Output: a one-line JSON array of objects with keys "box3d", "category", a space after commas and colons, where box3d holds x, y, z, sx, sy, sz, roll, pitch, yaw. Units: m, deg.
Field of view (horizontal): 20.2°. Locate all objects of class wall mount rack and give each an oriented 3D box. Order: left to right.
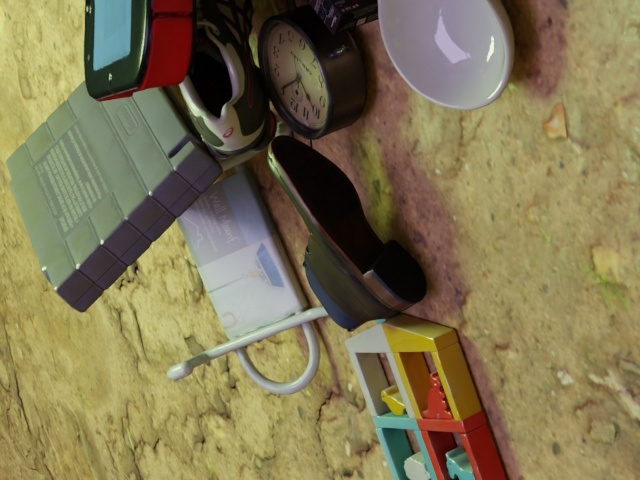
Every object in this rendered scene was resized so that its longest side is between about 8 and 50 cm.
[{"box3d": [-0.083, 0.010, 2.014, 0.304, 0.130, 0.350, -23, 91, 32], "category": "wall mount rack"}]

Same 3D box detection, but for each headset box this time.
[{"box3d": [0.018, -0.241, 1.696, 0.083, 0.062, 0.032, 56, 150, 21], "category": "headset box"}]

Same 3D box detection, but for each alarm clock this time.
[{"box3d": [-0.008, -0.157, 1.806, 0.129, 0.064, 0.192, 50, 146, 30], "category": "alarm clock"}]

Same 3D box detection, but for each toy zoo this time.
[{"box3d": [0.113, 0.193, 1.890, 0.192, 0.030, 0.293, -6, 105, 62], "category": "toy zoo"}]

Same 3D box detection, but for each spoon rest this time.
[{"box3d": [0.096, -0.239, 1.521, 0.137, 0.084, 0.276, 10, 119, 40], "category": "spoon rest"}]

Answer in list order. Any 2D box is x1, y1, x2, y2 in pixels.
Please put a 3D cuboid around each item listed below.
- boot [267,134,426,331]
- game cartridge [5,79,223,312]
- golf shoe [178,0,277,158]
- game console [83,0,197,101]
[{"box3d": [0.000, 0.000, 1.823, 0.219, 0.082, 0.106, 50, 133, -3], "category": "boot"}, {"box3d": [-0.242, -0.079, 2.033, 0.068, 0.230, 0.355, 37, -170, -30], "category": "game cartridge"}, {"box3d": [-0.118, -0.221, 1.856, 0.120, 0.105, 0.273, 38, -151, -76], "category": "golf shoe"}, {"box3d": [-0.192, -0.316, 1.798, 0.386, 0.060, 0.342, -173, 80, -73], "category": "game console"}]
